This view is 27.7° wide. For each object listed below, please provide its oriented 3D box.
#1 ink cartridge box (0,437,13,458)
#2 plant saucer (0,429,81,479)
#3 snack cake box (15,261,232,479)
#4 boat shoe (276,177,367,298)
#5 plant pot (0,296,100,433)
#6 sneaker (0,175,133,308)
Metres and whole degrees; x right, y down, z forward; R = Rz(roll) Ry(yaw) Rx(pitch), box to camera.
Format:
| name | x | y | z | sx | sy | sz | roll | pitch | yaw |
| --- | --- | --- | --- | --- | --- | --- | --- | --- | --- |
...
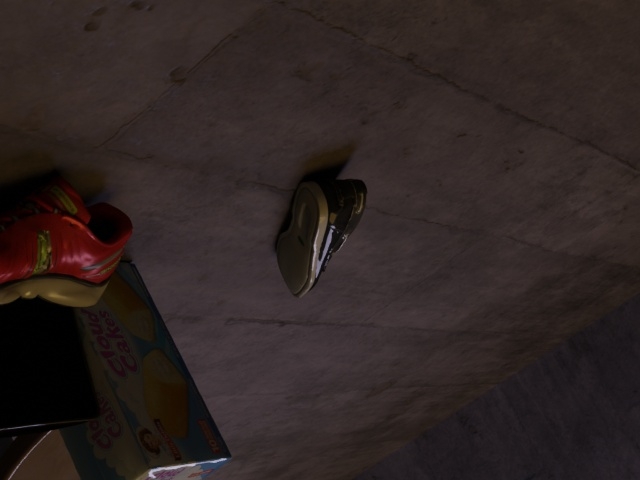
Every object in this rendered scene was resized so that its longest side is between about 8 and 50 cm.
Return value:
| name | x | y | z | sx | sy | sz | roll | pitch | yaw |
| --- | --- | --- | --- | --- | --- | --- | --- | --- | --- |
| ink cartridge box | -0.552 | 0.351 | 1.692 | 0.283 | 0.117 | 0.207 | -34 | 161 | 14 |
| plant saucer | -0.328 | 0.285 | 1.694 | 0.278 | 0.041 | 0.278 | -39 | 154 | -23 |
| snack cake box | -0.224 | 0.151 | 1.423 | 0.089 | 0.264 | 0.152 | -37 | 160 | 21 |
| boat shoe | 0.000 | 0.000 | 1.627 | 0.079 | 0.084 | 0.233 | -19 | 155 | -25 |
| plant pot | -0.364 | 0.122 | 1.316 | 0.167 | 0.187 | 0.188 | -25 | 165 | 30 |
| sneaker | -0.283 | -0.012 | 1.236 | 0.118 | 0.107 | 0.279 | -54 | 157 | 14 |
